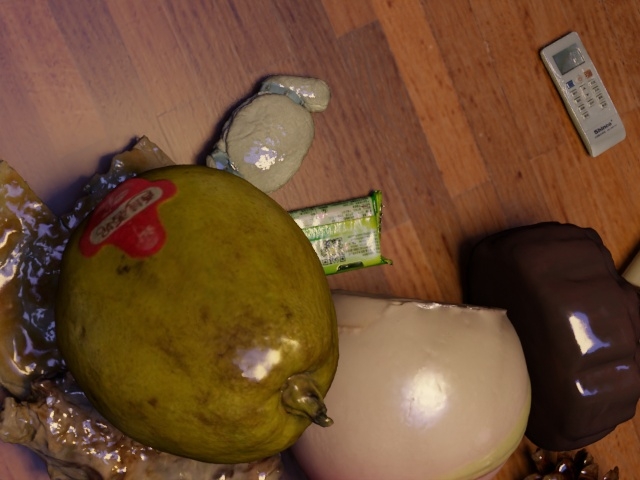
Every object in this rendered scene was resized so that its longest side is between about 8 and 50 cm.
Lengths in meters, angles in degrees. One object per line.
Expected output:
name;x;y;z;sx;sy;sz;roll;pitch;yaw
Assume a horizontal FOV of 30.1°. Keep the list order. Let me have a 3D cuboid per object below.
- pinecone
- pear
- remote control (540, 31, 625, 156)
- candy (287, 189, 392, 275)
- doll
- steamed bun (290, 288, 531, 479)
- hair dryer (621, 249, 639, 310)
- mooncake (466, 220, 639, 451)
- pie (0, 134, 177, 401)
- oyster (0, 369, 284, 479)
pinecone;0.338;0.373;1.542;0.205;0.179;0.184;36;105;25
pear;-0.111;0.087;1.213;0.287;0.375;0.287;-24;131;-31
remote control;0.349;-0.194;1.591;0.061;0.029;0.162;-30;97;-17
candy;0.000;0.000;1.480;0.178;0.032;0.102;-12;93;-17
doll;-0.066;-0.119;1.430;0.103;0.071;0.214;40;77;-18
steamed bun;0.091;0.207;1.383;0.309;0.309;0.309;-1;93;-19
hair dryer;0.579;0.098;1.648;0.362;0.128;0.203;43;78;-24
mooncake;0.294;0.111;1.459;0.141;0.283;0.283;-16;98;-13
pie;-0.271;0.039;1.367;0.338;0.075;0.337;-1;94;-19
oyster;-0.193;0.248;1.365;0.355;0.107;0.201;8;114;-18
